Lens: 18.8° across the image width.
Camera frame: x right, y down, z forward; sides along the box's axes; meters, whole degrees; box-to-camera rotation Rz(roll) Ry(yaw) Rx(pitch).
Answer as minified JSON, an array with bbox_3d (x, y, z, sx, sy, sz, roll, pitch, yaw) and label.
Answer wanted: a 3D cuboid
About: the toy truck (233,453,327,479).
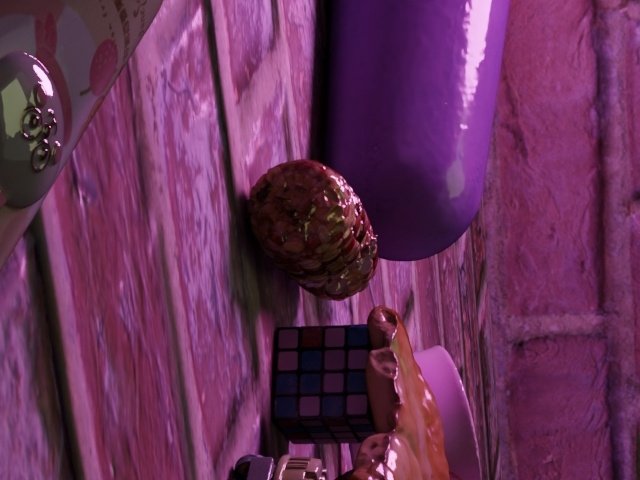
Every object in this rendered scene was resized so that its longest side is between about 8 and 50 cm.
[{"bbox_3d":[-0.011,0.261,1.602,0.085,0.116,0.191,-75,160,-53],"label":"toy truck"}]

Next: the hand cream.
[{"bbox_3d":[-0.155,-0.097,1.005,0.306,0.093,0.147,-66,155,-46],"label":"hand cream"}]

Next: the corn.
[{"bbox_3d":[0.000,0.000,1.777,0.290,0.098,0.098,58,32,-72],"label":"corn"}]

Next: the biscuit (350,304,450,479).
[{"bbox_3d":[0.072,0.191,1.670,0.299,0.045,0.154,-81,148,-59],"label":"biscuit"}]

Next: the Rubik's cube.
[{"bbox_3d":[0.010,0.135,1.804,0.092,0.092,0.092,62,27,-67],"label":"Rubik's cube"}]

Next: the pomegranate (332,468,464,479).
[{"bbox_3d":[0.054,0.295,1.824,0.248,0.214,0.214,-141,-139,-59],"label":"pomegranate"}]

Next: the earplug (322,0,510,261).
[{"bbox_3d":[0.101,-0.194,2.091,0.215,0.215,0.455,67,27,-63],"label":"earplug"}]

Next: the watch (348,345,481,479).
[{"bbox_3d":[0.088,0.232,2.012,0.248,0.211,0.217,-132,-147,-77],"label":"watch"}]
